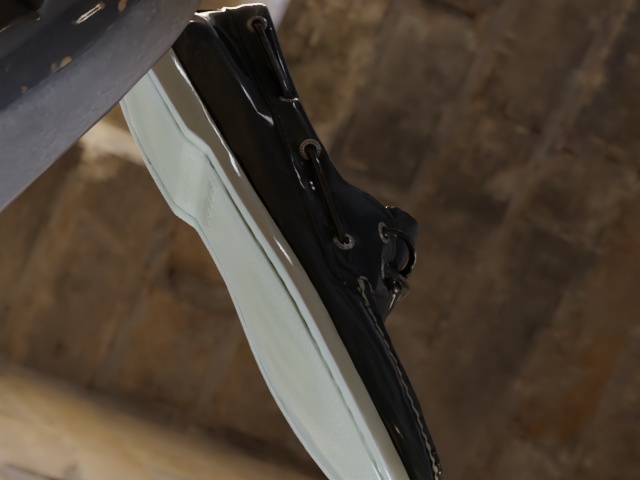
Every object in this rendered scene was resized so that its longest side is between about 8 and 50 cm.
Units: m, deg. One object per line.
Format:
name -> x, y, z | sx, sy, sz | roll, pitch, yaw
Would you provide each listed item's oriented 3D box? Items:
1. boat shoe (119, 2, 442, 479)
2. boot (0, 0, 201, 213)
boat shoe -> -0.001, 0.002, 1.129 | 0.340, 0.113, 0.127 | 58, 157, 23
boot -> -0.120, 0.044, 0.444 | 0.338, 0.223, 0.118 | -34, 50, 16
